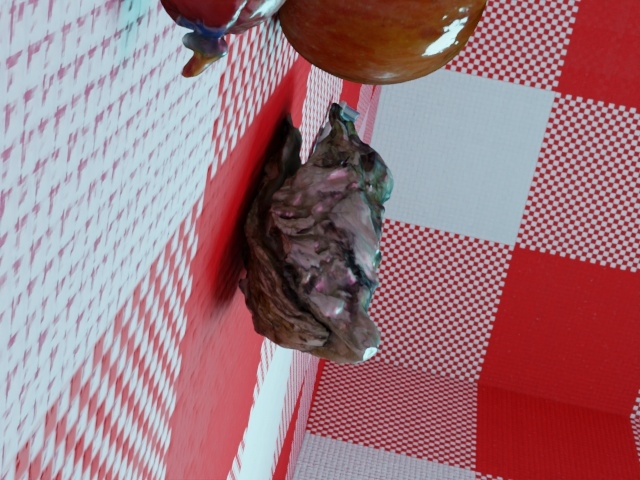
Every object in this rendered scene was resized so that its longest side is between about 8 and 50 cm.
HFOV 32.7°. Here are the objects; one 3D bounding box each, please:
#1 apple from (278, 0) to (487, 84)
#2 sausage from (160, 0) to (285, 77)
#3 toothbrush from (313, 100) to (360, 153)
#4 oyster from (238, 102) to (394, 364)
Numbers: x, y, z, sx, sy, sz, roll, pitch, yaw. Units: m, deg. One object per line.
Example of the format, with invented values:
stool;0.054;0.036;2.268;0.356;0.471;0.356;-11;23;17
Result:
apple;0.058;-0.224;0.851;0.209;0.164;0.209;13;90;-89
sausage;-0.021;-0.200;0.450;0.074;0.074;0.274;-39;141;-84
toothbrush;-0.004;-0.097;1.408;0.386;0.040;0.040;-65;167;-59
oyster;-0.001;0.000;0.973;0.162;0.158;0.351;60;11;-28
